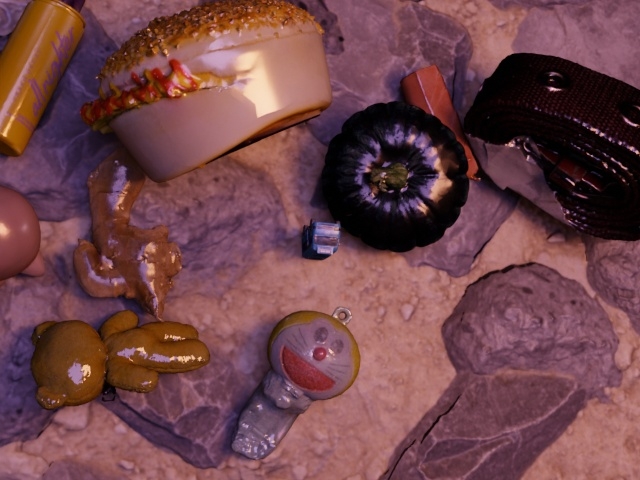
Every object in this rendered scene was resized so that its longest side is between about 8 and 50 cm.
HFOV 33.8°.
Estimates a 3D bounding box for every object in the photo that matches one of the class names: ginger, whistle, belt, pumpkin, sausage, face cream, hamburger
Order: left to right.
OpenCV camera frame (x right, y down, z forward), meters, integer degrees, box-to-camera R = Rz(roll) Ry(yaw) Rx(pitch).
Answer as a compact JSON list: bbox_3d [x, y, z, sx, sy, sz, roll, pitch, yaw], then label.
[{"bbox_3d":[-0.349,-0.239,1.315,0.078,0.078,0.273,25,73,-7],"label":"face cream"},{"bbox_3d":[-0.232,-0.010,1.307,0.133,0.059,0.214,9,75,-3],"label":"ginger"},{"bbox_3d":[-0.127,-0.189,1.256,0.294,0.276,0.179,-27,98,-35],"label":"hamburger"},{"bbox_3d":[-0.032,0.174,1.291,0.123,0.123,0.223,37,87,-4],"label":"whistle"},{"bbox_3d":[0.098,-0.081,1.355,0.194,0.150,0.194,-4,99,-25],"label":"pumpkin"},{"bbox_3d":[0.165,-0.150,1.429,0.065,0.065,0.169,-19,83,-17],"label":"sausage"},{"bbox_3d":[0.339,-0.133,1.388,0.289,0.184,0.164,29,53,8],"label":"belt"}]

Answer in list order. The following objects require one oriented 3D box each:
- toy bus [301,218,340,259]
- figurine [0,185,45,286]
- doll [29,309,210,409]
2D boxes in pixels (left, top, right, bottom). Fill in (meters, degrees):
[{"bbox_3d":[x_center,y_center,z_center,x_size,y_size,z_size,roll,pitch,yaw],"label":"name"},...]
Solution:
[{"bbox_3d":[0.000,0.000,1.345,0.038,0.083,0.045,6,80,-11],"label":"toy bus"},{"bbox_3d":[-0.392,-0.006,1.239,0.125,0.125,0.138,-21,96,-17],"label":"figurine"},{"bbox_3d":[-0.240,0.147,1.259,0.210,0.097,0.137,-2,41,-21],"label":"doll"}]
